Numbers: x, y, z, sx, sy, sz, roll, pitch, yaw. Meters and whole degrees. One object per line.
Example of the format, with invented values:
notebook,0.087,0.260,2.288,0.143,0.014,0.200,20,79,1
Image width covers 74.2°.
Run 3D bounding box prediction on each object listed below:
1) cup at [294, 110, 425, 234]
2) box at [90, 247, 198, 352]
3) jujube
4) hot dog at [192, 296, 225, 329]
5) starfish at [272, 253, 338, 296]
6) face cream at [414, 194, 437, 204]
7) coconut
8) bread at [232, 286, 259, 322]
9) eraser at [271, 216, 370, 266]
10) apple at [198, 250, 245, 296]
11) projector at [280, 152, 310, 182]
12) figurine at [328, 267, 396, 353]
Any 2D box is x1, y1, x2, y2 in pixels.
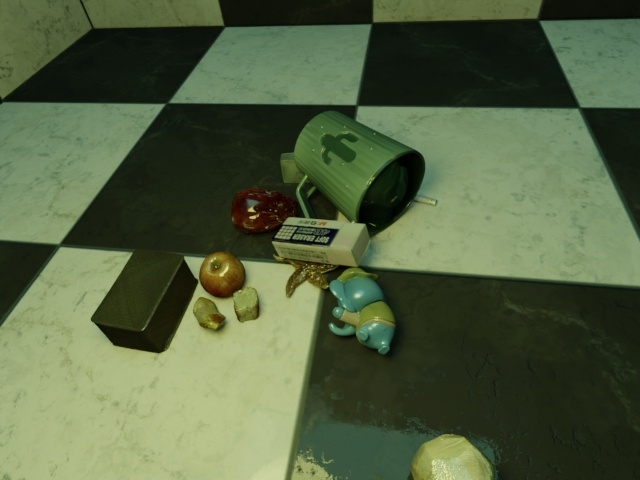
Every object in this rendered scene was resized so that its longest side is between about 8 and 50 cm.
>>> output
cup,0.092,-0.220,1.438,0.400,0.310,0.392,-35,56,-21
box,-0.510,0.175,1.264,0.183,0.143,0.274,6,50,12
jujube,-0.197,-0.102,1.490,0.236,0.168,0.168,0,46,-14
hot dog,-0.329,0.228,1.249,0.078,0.061,0.169,6,16,-32
starfish,-0.038,0.085,1.350,0.276,0.062,0.236,4,49,21
face cream,0.370,-0.153,1.555,0.114,0.020,0.038,18,52,25
coconut,0.283,0.489,0.882,0.162,0.161,0.161,-18,48,-12
bread,-0.219,0.192,1.264,0.076,0.070,0.083,-14,49,-6
eraser,0.000,0.000,1.315,0.286,0.086,0.130,5,45,30
apple,-0.305,0.103,1.315,0.146,0.131,0.147,-2,53,3
projector,-0.078,-0.289,1.662,0.147,0.115,0.061,-2,49,4
figurine,0.112,0.187,1.180,0.179,0.154,0.262,1,39,-3
